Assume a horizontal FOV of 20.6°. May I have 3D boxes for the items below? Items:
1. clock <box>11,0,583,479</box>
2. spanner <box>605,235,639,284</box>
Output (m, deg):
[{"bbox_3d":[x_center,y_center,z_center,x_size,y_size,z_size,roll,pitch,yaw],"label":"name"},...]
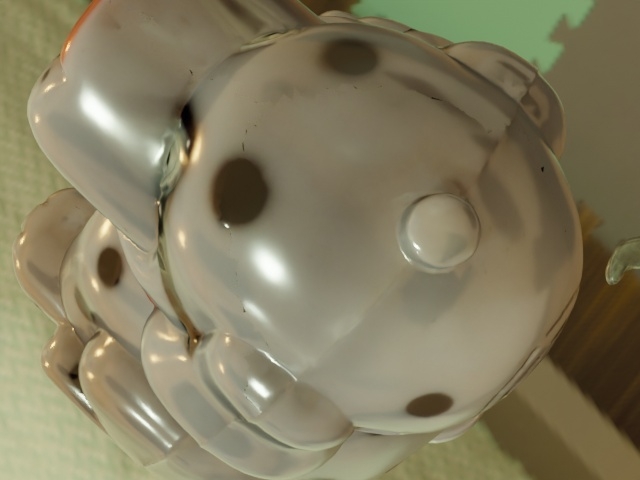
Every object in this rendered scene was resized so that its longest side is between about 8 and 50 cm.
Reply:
[{"bbox_3d":[-0.003,-0.001,0.538,0.254,0.189,0.189,133,114,-83],"label":"clock"},{"bbox_3d":[0.290,-0.056,1.183,0.054,0.015,0.254,42,88,19],"label":"spanner"}]
